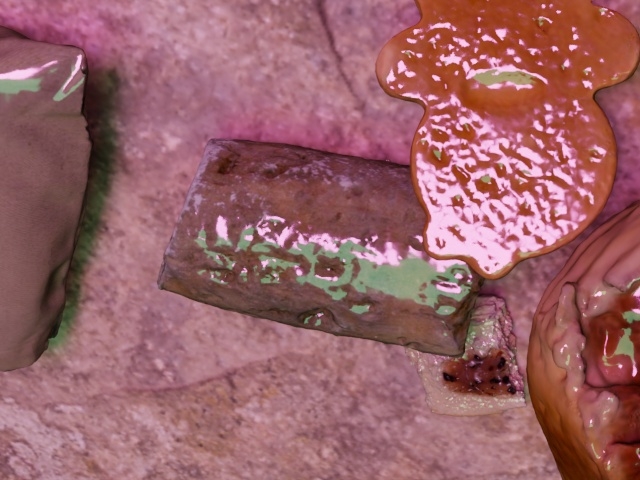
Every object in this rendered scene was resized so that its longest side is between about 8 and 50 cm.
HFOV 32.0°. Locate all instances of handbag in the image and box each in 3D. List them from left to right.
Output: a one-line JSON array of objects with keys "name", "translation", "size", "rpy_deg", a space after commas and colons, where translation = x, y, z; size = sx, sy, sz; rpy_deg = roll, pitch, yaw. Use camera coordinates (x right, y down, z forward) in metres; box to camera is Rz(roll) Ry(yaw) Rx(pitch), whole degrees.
[{"name": "handbag", "translation": [-0.290, -0.050, 0.683], "size": [0.316, 0.109, 0.253], "rpy_deg": [14, 128, 3]}]

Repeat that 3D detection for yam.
[{"name": "yam", "translation": [0.000, 0.000, 0.649], "size": [0.194, 0.107, 0.107], "rpy_deg": [11, 123, 8]}]

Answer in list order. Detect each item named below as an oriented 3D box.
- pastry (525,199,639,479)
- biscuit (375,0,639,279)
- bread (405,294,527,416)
[{"name": "pastry", "translation": [0.217, 0.065, 0.605], "size": [0.237, 0.170, 0.256], "rpy_deg": [-36, 119, -14]}, {"name": "biscuit", "translation": [0.100, -0.077, 0.575], "size": [0.134, 0.027, 0.184], "rpy_deg": [-16, 87, 8]}, {"name": "bread", "translation": [0.091, 0.075, 0.716], "size": [0.070, 0.035, 0.083], "rpy_deg": [-7, 122, 19]}]
